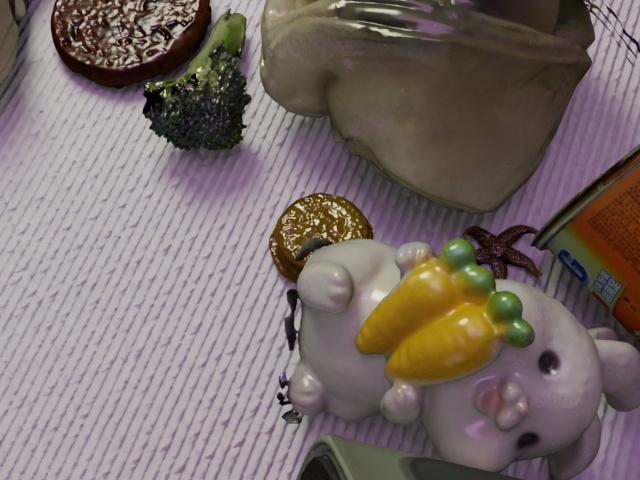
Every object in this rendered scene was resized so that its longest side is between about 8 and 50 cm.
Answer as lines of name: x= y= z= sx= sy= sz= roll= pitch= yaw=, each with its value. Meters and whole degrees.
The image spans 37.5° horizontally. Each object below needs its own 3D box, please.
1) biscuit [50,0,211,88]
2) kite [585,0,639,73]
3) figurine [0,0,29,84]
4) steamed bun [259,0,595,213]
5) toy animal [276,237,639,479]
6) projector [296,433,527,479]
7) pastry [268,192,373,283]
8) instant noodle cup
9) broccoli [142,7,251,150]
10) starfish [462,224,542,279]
biscuit: x=-0.220 y=-0.262 z=1.103 sx=0.192 sy=0.049 sz=0.192 roll=-3 pitch=68 yaw=7
kite: x=0.270 y=-0.237 z=0.937 sx=0.229 sy=0.016 sz=0.127 roll=44 pitch=33 yaw=-14
figurine: x=-0.398 y=-0.293 z=1.077 sx=0.185 sy=0.205 sz=0.332 roll=9 pitch=37 yaw=7
steamed bun: x=0.112 y=-0.229 z=0.967 sx=0.339 sy=0.247 sz=0.352 roll=26 pitch=68 yaw=8
toy animal: x=0.123 y=0.108 z=0.834 sx=0.309 sy=0.247 sz=0.183 roll=12 pitch=82 yaw=23
projector: x=0.096 y=0.304 z=0.663 sx=0.249 sy=0.248 sz=0.249 roll=16 pitch=99 yaw=-15
pastry: x=0.000 y=0.000 z=0.972 sx=0.109 sy=0.057 sz=0.097 roll=8 pitch=64 yaw=4
instant noodle cup: x=0.371 y=0.003 z=0.856 sx=0.296 sy=0.296 sz=0.214 roll=-32 pitch=77 yaw=-13
broccoli: x=-0.118 y=-0.186 z=1.038 sx=0.118 sy=0.122 sz=0.204 roll=-5 pitch=47 yaw=22
starfish: x=0.190 y=0.013 z=0.979 sx=0.091 sy=0.028 sz=0.078 roll=30 pitch=75 yaw=11
